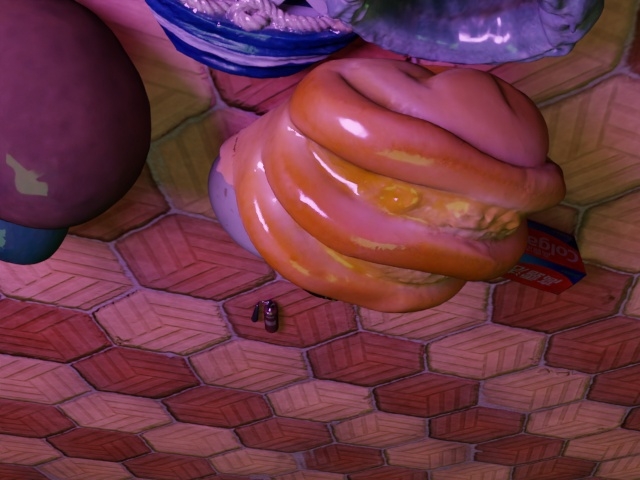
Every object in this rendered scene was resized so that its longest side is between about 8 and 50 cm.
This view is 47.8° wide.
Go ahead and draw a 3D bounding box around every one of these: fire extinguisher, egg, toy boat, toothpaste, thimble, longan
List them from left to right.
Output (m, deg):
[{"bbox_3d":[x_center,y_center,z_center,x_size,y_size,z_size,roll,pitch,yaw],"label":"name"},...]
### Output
[{"bbox_3d":[-0.279,-0.121,0.678,0.248,0.248,0.248,-1,145,-1],"label":"longan"},{"bbox_3d":[-0.068,-0.266,0.643,0.210,0.070,0.291,-9,141,2],"label":"toy boat"},{"bbox_3d":[-0.095,0.123,1.229,0.046,0.032,0.100,28,149,18],"label":"fire extinguisher"},{"bbox_3d":[-0.046,-0.049,0.874,0.192,0.149,0.149,34,132,-30],"label":"egg"},{"bbox_3d":[0.108,-0.231,0.569,0.235,0.143,0.198,8,175,-7],"label":"thimble"},{"bbox_3d":[0.227,-0.004,1.009,0.321,0.076,0.066,16,138,-24],"label":"toothpaste"}]

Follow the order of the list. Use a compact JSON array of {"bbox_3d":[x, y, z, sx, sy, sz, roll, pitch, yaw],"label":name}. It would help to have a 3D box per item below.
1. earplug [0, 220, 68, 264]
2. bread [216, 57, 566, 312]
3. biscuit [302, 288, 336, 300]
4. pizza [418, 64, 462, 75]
[{"bbox_3d":[-0.409,-0.078,0.856,0.280,0.164,0.257,-30,100,18],"label":"earplug"},{"bbox_3d":[0.087,-0.044,0.705,0.316,0.211,0.270,9,161,-37],"label":"bread"},{"bbox_3d":[0.041,0.027,1.067,0.195,0.053,0.194,-1,145,-1],"label":"biscuit"},{"bbox_3d":[0.101,-0.149,0.830,0.178,0.041,0.131,-18,139,22],"label":"pizza"}]
